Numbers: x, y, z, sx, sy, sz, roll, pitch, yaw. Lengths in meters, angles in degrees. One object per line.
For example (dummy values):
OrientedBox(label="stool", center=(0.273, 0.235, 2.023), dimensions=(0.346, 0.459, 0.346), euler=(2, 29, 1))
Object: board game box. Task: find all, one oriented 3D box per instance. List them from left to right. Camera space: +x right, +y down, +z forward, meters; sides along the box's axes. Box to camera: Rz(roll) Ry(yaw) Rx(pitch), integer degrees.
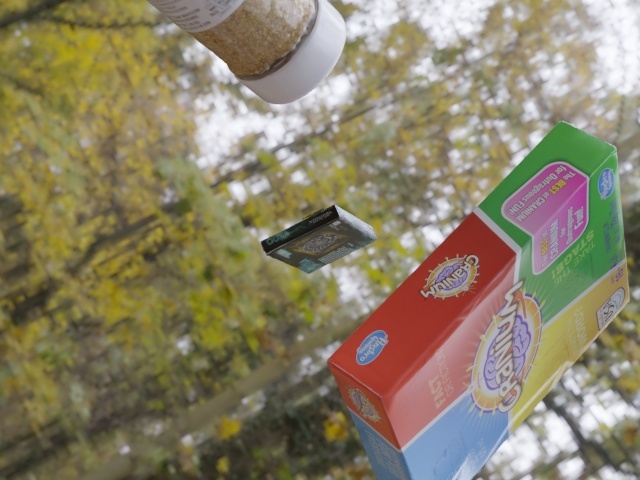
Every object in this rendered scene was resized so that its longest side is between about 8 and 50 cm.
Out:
OrientedBox(label="board game box", center=(0.000, 0.000, 2.021), dimensions=(0.026, 0.126, 0.186), euler=(68, 13, 17))
OrientedBox(label="board game box", center=(0.158, 0.080, 1.233), dimensions=(0.064, 0.316, 0.242), euler=(32, -23, 34))

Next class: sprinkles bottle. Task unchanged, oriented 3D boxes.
OrientedBox(label="sprinkles bottle", center=(-0.127, -0.272, 1.289), dimensions=(0.355, 0.121, 0.121), euler=(38, -4, -38))
